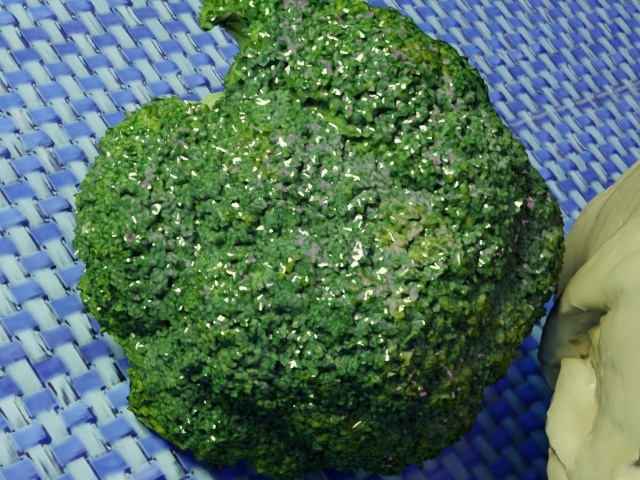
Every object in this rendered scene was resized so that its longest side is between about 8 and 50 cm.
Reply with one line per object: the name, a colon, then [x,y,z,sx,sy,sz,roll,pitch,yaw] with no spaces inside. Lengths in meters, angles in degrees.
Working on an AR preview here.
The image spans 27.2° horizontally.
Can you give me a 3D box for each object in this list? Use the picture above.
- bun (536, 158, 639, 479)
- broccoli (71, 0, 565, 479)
bun: [0.233,0.076,0.724,0.219,0.365,0.365,4,48,-1]
broccoli: [0.000,0.000,0.725,0.269,0.261,0.241,15,9,-28]
